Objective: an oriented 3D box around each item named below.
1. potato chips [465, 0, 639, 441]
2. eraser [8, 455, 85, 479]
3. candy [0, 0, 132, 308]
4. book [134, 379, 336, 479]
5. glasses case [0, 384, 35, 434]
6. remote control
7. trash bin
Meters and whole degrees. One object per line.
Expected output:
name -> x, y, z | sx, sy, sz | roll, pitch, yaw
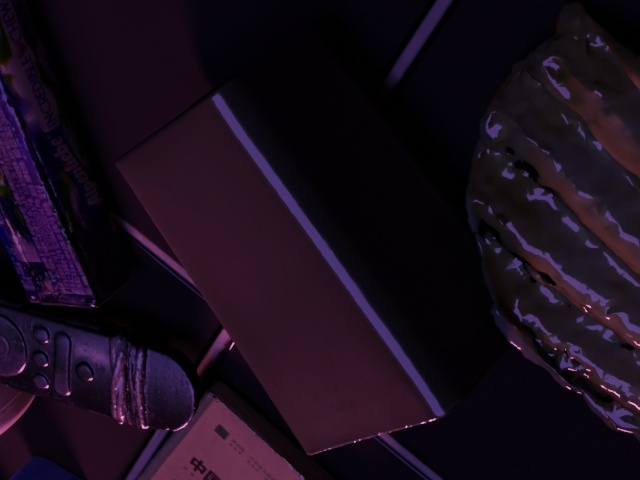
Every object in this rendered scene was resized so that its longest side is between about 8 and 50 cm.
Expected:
potato chips -> 0.271, 0.021, 0.775 | 0.389, 0.097, 0.373 | 50, 144, -9
eraser -> -0.266, 0.245, 1.331 | 0.063, 0.085, 0.027 | 25, 134, 19
candy -> -0.231, -0.093, 1.070 | 0.088, 0.061, 0.312 | 3, 123, 35
book -> -0.068, 0.257, 1.247 | 0.215, 0.025, 0.283 | 41, 137, 5
glasses case -> -0.382, 0.146, 1.318 | 0.296, 0.113, 0.075 | -3, 121, 37
remote control -> -0.209, 0.089, 1.195 | 0.265, 0.066, 0.090 | 15, 121, 20
trash bin -> 0.000, 0.000, 0.929 | 0.164, 0.122, 0.240 | -24, 104, 51
